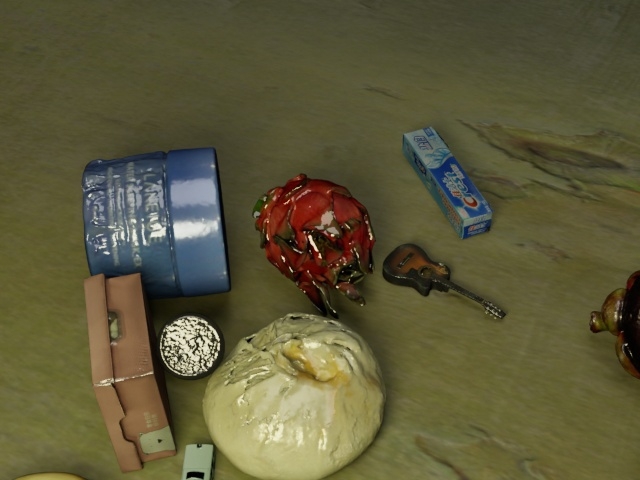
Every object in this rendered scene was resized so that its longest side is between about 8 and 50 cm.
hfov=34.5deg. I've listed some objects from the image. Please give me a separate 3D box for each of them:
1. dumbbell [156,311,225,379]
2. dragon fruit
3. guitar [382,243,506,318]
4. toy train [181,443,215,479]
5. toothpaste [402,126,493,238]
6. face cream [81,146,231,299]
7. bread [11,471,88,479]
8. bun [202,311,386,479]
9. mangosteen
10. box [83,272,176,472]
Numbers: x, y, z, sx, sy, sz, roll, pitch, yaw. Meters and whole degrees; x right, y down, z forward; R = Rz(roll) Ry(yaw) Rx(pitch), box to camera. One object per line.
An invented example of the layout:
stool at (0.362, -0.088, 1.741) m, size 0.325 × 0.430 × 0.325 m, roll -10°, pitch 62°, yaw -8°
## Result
dumbbell at (-0.194, 0.158, 1.551) m, size 0.100 × 0.191 × 0.100 m, roll 0°, pitch 86°, yaw -6°
dragon fruit at (0.000, 0.000, 1.728) m, size 0.193 × 0.192 × 0.274 m, roll -29°, pitch 62°, yaw -38°
guitar at (0.213, 0.077, 1.762) m, size 0.233 × 0.025 × 0.088 m, roll 28°, pitch 50°, yaw 26°
toy train at (-0.177, 0.377, 1.432) m, size 0.043 × 0.047 × 0.207 m, roll -1°, pitch 42°, yaw 2°
toothpaste at (0.237, -0.114, 1.942) m, size 0.066 × 0.053 × 0.272 m, roll -14°, pitch 46°, yaw -14°
face cream at (-0.270, -0.022, 1.710) m, size 0.225 × 0.249 × 0.249 m, roll -8°, pitch 44°, yaw -4°
bread at (-0.379, 0.403, 1.364) m, size 0.214 × 0.104 × 0.213 m, roll -3°, pitch 44°, yaw 3°
bun at (-0.039, 0.218, 1.528) m, size 0.287 × 0.146 × 0.287 m, roll -3°, pitch 45°, yaw 3°
mangosteen at (0.535, 0.128, 1.599) m, size 0.250 × 0.211 × 0.211 m, roll -3°, pitch 34°, yaw 41°
box at (-0.277, 0.190, 1.505) m, size 0.086 × 0.215 × 0.215 m, roll -12°, pitch 44°, yaw -6°
